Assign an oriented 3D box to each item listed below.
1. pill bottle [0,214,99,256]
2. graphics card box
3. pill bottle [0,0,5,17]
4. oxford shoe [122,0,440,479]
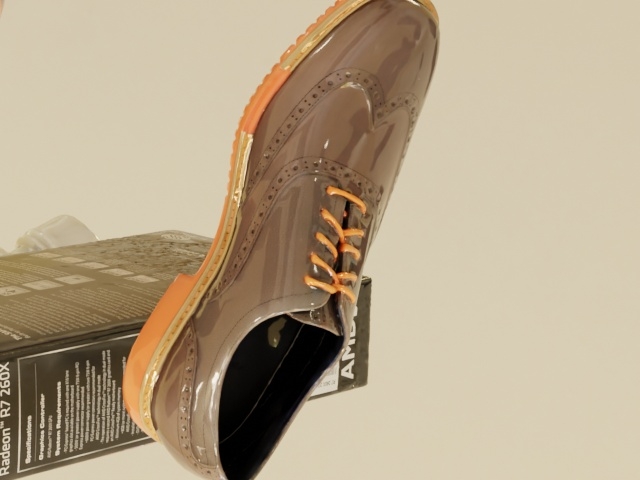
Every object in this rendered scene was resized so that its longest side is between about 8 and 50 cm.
[{"bbox_3d":[-0.322,0.108,1.478,0.318,0.176,0.176,-33,-135,-25],"label":"pill bottle"},{"bbox_3d":[-0.169,0.071,1.214,0.232,0.094,0.371,12,-164,42],"label":"graphics card box"},{"bbox_3d":[-0.302,-0.187,1.064,0.224,0.224,0.392,-5,-124,18],"label":"pill bottle"},{"bbox_3d":[0.000,0.000,0.866,0.098,0.097,0.271,36,-77,53],"label":"oxford shoe"}]
